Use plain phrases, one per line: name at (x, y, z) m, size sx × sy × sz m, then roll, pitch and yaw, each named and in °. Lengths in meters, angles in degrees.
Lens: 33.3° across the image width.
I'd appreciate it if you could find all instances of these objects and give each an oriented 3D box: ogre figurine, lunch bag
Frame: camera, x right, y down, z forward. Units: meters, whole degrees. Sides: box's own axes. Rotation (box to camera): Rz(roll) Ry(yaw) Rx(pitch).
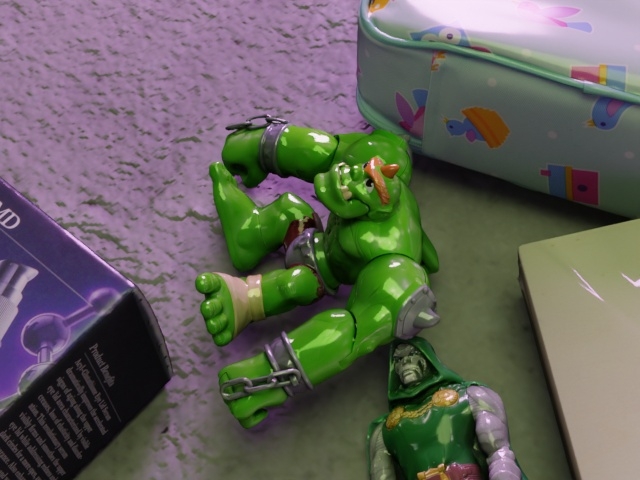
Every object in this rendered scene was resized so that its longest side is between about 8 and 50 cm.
ogre figurine at (0.000, 0.000, 0.590) m, size 0.118 × 0.097 × 0.197 m, roll -13°, pitch 29°, yaw 10°
lunch bag at (0.174, -0.132, 0.649) m, size 0.279 × 0.108 × 0.224 m, roll 17°, pitch 55°, yaw 10°

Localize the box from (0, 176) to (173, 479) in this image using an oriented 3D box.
box at (-0.204, 0.074, 0.541) m, size 0.153 × 0.108 × 0.207 m, roll 34°, pitch 66°, yaw 21°

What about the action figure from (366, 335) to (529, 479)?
action figure at (0.066, 0.146, 0.507) m, size 0.137 × 0.063 × 0.232 m, roll -25°, pitch 52°, yaw 16°

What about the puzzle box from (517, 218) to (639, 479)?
puzzle box at (0.324, 0.086, 0.505) m, size 0.409 × 0.052 × 0.272 m, roll -12°, pitch 60°, yaw 5°
